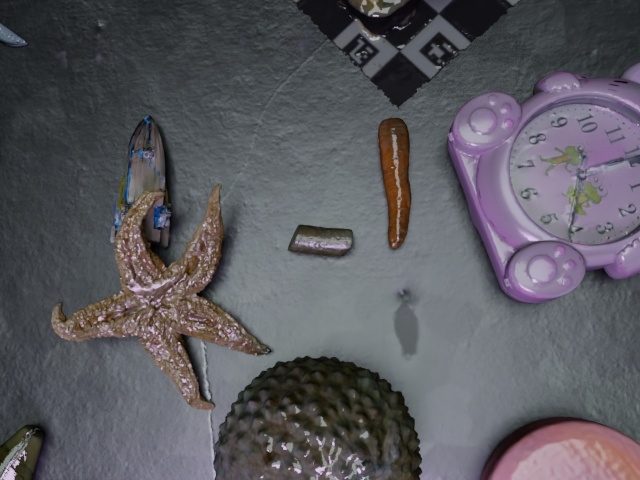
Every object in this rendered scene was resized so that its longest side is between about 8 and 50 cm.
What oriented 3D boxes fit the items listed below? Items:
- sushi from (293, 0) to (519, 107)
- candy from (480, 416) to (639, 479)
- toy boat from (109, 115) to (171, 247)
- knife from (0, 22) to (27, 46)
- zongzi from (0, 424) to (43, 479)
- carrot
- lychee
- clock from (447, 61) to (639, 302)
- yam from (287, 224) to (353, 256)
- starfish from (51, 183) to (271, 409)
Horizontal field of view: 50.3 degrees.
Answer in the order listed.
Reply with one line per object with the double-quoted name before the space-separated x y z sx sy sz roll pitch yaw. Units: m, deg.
"sushi" 0.152 -0.434 1.006 0.373 0.100 0.296 -41 80 -3
"candy" 0.327 0.356 0.865 0.255 0.094 0.255 -1 81 5
"toy boat" -0.258 -0.087 1.005 0.084 0.066 0.210 6 76 -21
"knife" -0.558 -0.367 1.099 0.210 0.015 0.028 36 80 9
"zongzi" -0.413 0.331 0.960 0.104 0.052 0.113 -41 93 -8
"carrot" 0.109 -0.084 0.985 0.047 0.047 0.191 -3 85 4
"lychee" -0.001 0.270 0.835 0.255 0.274 0.255 4 80 -27
"clock" 0.360 -0.089 0.927 0.322 0.113 0.296 -19 79 1
"yam" 0.000 0.000 0.978 0.094 0.043 0.043 7 81 5
"starfish" -0.202 0.088 0.962 0.299 0.060 0.302 -38 99 -8
